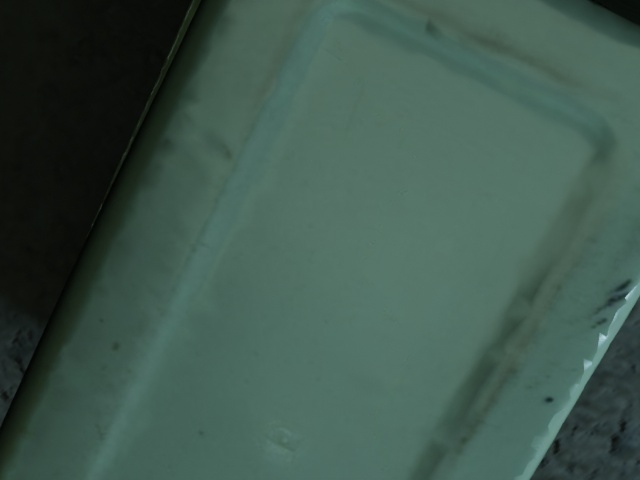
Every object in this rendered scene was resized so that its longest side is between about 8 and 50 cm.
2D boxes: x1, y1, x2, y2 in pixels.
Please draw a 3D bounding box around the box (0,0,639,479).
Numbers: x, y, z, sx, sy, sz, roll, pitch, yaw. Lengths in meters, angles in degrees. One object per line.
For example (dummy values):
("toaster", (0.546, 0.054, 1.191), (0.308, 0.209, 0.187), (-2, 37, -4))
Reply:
("box", (0.000, 0.000, 0.697), (0.177, 0.344, 0.352), (25, 111, -6))
